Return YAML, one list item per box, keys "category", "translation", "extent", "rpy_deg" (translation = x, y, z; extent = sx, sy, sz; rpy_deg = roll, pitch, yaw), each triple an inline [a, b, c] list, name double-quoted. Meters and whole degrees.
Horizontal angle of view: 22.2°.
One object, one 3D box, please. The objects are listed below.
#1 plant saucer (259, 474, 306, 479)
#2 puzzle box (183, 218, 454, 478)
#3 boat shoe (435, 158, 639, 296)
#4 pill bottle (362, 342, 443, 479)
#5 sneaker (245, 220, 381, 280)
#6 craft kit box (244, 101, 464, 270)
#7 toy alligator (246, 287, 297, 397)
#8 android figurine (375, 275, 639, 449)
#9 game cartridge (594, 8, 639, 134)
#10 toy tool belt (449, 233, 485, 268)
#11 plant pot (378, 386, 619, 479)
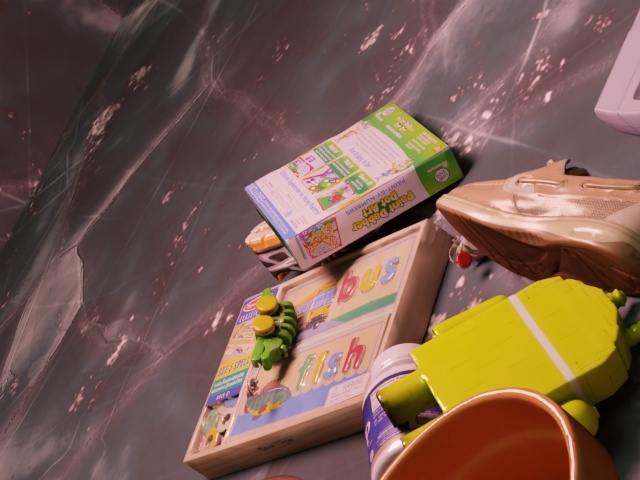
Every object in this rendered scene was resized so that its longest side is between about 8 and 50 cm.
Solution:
- category: "plant saucer"
  translation: [-0.092, 0.407, 1.833]
  extent: [0.310, 0.050, 0.310]
  rpy_deg: [-35, 42, 38]
- category: "puzzle box"
  translation: [-0.008, 0.144, 2.100]
  extent: [0.409, 0.052, 0.272]
  rpy_deg: [-26, 35, 48]
- category: "boat shoe"
  translation: [0.259, -0.024, 1.755]
  extent: [0.110, 0.121, 0.341]
  rpy_deg: [-55, 33, -13]
- category: "pill bottle"
  translation: [0.102, 0.197, 1.743]
  extent: [0.112, 0.112, 0.186]
  rpy_deg: [-45, 25, 21]
- category: "sneaker"
  translation: [0.000, 0.000, 2.253]
  extent: [0.215, 0.083, 0.084]
  rpy_deg: [-11, 24, 38]
- category: "craft kit box"
  translation: [0.039, -0.079, 2.196]
  extent: [0.247, 0.061, 0.250]
  rpy_deg: [-33, 24, -3]
- category: "toy alligator"
  translation: [-0.059, 0.130, 2.091]
  extent: [0.051, 0.056, 0.189]
  rpy_deg: [-3, 41, 9]
- category: "android figurine"
  translation: [0.195, 0.130, 1.623]
  extent: [0.273, 0.056, 0.248]
  rpy_deg: [-28, 32, -2]
- category: "game cartridge"
  translation: [0.424, -0.207, 1.761]
  extent: [0.294, 0.060, 0.196]
  rpy_deg: [-10, 53, 58]
- category: "toy tool belt"
  translation: [0.183, 0.005, 1.944]
  extent: [0.083, 0.052, 0.051]
  rpy_deg: [-60, -8, -20]
- category: "plant pot"
  translation: [0.175, 0.296, 1.357]
  extent: [0.291, 0.203, 0.291]
  rpy_deg: [-43, 25, 26]
